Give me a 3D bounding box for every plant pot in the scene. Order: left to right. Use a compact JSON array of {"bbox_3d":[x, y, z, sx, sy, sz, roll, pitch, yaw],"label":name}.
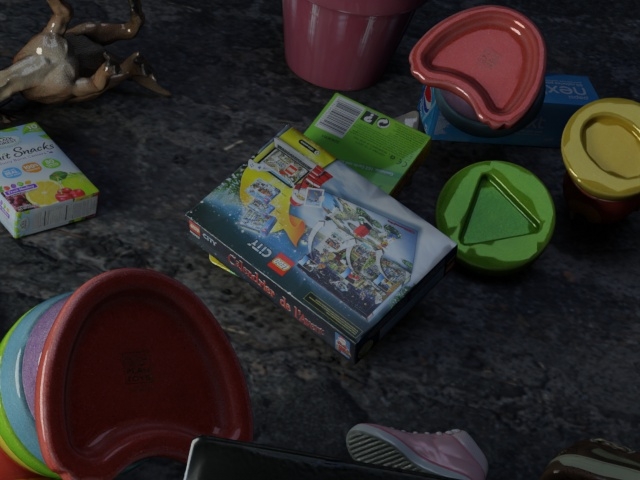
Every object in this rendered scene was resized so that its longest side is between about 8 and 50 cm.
[{"bbox_3d":[0.033,-0.293,2.048,0.201,0.180,0.201,8,36,-6],"label":"plant pot"}]

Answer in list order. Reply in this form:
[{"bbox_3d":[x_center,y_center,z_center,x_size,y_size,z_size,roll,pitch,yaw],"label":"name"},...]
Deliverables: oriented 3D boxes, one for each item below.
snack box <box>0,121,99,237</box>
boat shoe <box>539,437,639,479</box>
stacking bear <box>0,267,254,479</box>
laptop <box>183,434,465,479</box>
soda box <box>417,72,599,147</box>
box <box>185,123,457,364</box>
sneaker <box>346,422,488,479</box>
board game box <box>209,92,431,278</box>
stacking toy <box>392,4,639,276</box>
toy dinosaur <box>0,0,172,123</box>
[{"bbox_3d":[-0.314,-0.066,1.767,0.100,0.037,0.141,-16,45,-34],"label":"snack box"},{"bbox_3d":[0.330,0.246,1.499,0.257,0.095,0.095,26,33,18],"label":"boat shoe"},{"bbox_3d":[-0.206,0.132,1.361,0.175,0.289,0.164,-2,76,-33],"label":"stacking bear"},{"bbox_3d":[0.111,0.356,1.126,0.407,0.382,0.236,13,-7,-32],"label":"laptop"},{"bbox_3d":[0.230,-0.163,2.029,0.210,0.067,0.071,3,38,-13],"label":"soda box"},{"bbox_3d":[0.000,0.000,1.695,0.233,0.044,0.159,37,64,22],"label":"box"},{"bbox_3d":[0.093,0.197,1.530,0.134,0.051,0.070,25,36,11],"label":"sneaker"},{"bbox_3d":[0.001,-0.040,1.768,0.124,0.039,0.259,27,58,19],"label":"board game box"},{"bbox_3d":[0.206,-0.092,1.894,0.279,0.130,0.309,-41,71,-13],"label":"stacking toy"},{"bbox_3d":[-0.304,-0.191,1.877,0.295,0.200,0.127,-2,65,-60],"label":"toy dinosaur"}]
